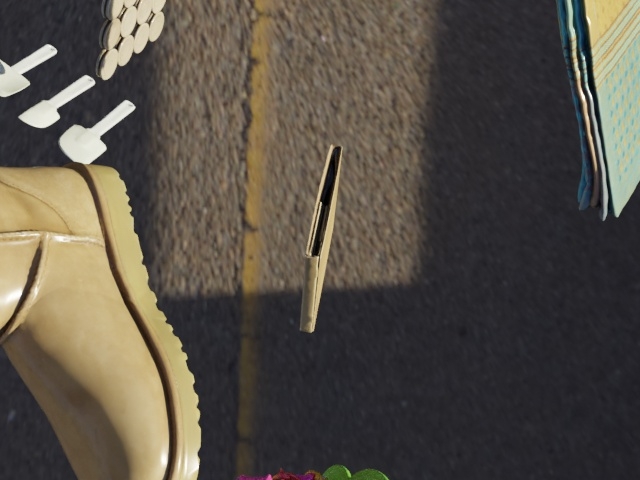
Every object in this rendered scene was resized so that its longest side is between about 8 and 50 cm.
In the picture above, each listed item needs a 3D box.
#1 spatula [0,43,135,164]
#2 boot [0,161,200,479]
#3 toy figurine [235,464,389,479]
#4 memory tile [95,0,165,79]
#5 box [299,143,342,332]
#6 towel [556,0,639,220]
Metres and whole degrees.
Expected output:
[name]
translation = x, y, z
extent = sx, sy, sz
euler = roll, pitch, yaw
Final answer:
[spatula]
translation = -0.307, -0.172, 1.703
extent = 0.168, 0.242, 0.019
euler = 35, 112, -4
[boot]
translation = -0.213, 0.048, 0.747
extent = 0.269, 0.236, 0.089
euler = 3, 143, -41
[toy figurine]
translation = -0.029, 0.276, 1.503
extent = 0.159, 0.173, 0.130
euler = 19, 102, -28
[memory tile]
translation = -0.211, -0.255, 1.626
extent = 0.012, 0.148, 0.113
euler = 21, 127, 13
[box]
translation = 0.000, 0.000, 1.824
extent = 0.021, 0.164, 0.201
euler = 10, 150, 3
[towel]
translation = 0.262, -0.242, 1.266
extent = 0.040, 0.271, 0.370
euler = 4, 121, 31
